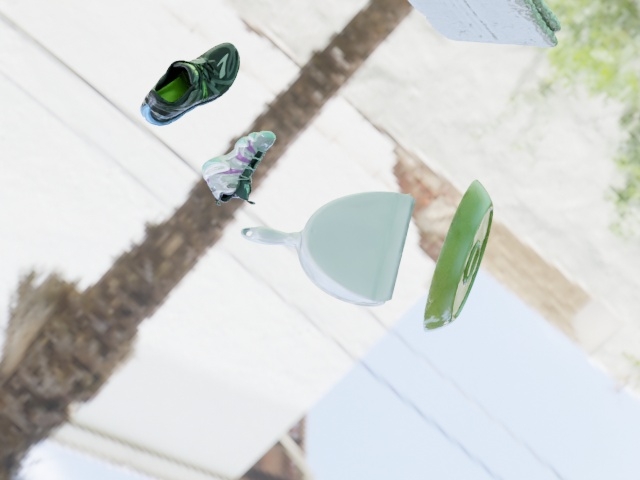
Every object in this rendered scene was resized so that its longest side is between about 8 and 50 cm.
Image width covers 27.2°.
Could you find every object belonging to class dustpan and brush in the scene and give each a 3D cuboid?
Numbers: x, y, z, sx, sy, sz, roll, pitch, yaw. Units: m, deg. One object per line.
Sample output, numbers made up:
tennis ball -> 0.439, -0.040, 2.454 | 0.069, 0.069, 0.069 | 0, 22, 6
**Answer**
dustpan and brush -> 0.000, 0.000, 1.610 | 0.211, 0.147, 0.060 | 11, 161, 10

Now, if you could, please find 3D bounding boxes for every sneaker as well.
sneaker -> -0.185, -0.236, 1.952 | 0.067, 0.078, 0.188 | 46, -121, 9
sneaker -> -0.081, -0.072, 1.458 | 0.038, 0.098, 0.069 | 10, -126, -56

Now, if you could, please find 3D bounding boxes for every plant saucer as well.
plant saucer -> 0.211, 0.029, 1.972 | 0.037, 0.241, 0.241 | 18, -165, 14

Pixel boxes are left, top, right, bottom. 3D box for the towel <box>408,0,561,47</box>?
towel -> 0.218, -0.345, 1.869 | 0.187, 0.049, 0.282 | 7, 169, 27
